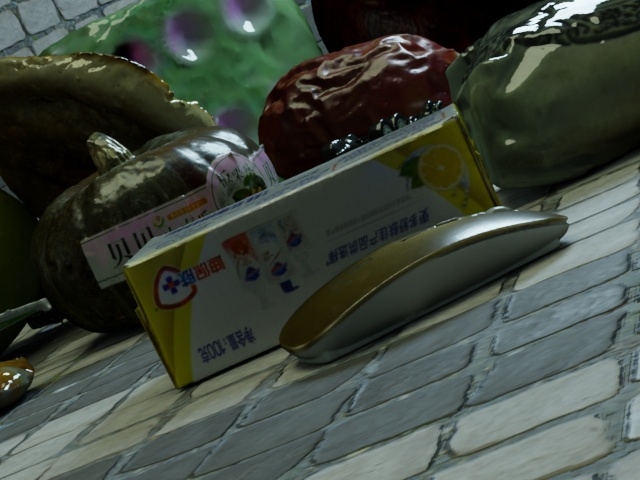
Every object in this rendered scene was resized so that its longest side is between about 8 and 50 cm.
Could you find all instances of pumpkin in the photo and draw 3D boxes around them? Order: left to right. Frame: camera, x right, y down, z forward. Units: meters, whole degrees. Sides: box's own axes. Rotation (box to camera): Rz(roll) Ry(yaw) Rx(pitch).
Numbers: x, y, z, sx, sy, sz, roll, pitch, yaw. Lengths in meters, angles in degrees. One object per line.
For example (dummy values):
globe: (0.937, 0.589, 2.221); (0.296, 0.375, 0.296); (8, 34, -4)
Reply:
pumpkin: (-0.173, -0.025, 1.870); (0.260, 0.189, 0.260); (-25, 4, 2)

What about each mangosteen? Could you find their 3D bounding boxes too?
mangosteen: (0.200, -0.339, 2.441); (0.421, 0.381, 0.381); (5, -14, -37)

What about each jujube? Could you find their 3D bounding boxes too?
jujube: (0.052, -0.140, 2.151); (0.250, 0.174, 0.174); (-12, 9, 14)

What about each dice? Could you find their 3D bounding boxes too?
dice: (-0.168, -0.164, 2.472); (0.322, 0.318, 0.330); (-27, 5, -18)

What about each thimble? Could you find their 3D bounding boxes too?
thimble: (-0.310, 0.062, 2.259); (0.095, 0.066, 0.104); (-26, 6, -37)

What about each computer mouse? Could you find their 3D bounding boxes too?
computer mouse: (0.063, 0.019, 1.207); (0.199, 0.045, 0.102); (-26, 8, -11)

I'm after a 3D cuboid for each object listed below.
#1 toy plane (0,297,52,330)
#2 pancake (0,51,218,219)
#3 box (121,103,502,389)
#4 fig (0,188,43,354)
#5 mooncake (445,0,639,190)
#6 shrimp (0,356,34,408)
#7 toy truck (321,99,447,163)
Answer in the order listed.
toy plane: (-0.392, 0.104, 1.845); (0.251, 0.101, 0.255); (-21, -12, -22)
pancake: (-0.230, -0.085, 2.083); (0.356, 0.356, 0.065); (-18, 38, 47)
box: (0.000, 0.000, 1.374); (0.265, 0.097, 0.168); (-25, 6, 4)
fig: (-0.431, 0.033, 2.094); (0.258, 0.258, 0.326); (-21, 4, 33)
mooncake: (0.225, -0.142, 1.557); (0.250, 0.136, 0.254); (-21, 6, -1)
shrimp: (-0.385, 0.167, 1.633); (0.317, 0.062, 0.164); (-22, 4, -30)
toy truck: (0.070, -0.072, 1.794); (0.074, 0.088, 0.202); (-24, 1, 32)
